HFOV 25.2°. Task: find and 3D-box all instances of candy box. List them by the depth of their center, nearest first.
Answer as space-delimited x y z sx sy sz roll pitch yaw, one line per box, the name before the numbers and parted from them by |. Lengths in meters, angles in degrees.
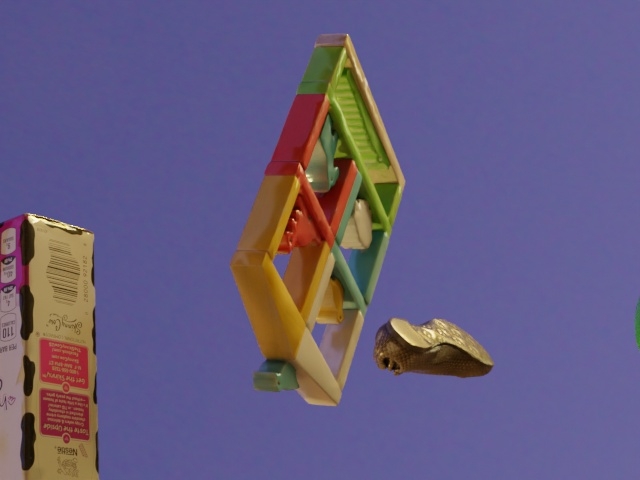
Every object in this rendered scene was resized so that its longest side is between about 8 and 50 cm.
candy box | -0.236 0.115 1.016 0.071 0.159 0.233 17 -118 -50

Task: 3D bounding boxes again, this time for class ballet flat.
ballet flat | 0.133 0.137 1.720 0.058 0.084 0.250 -53 -28 15

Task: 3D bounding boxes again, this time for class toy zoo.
toy zoo | 0.000 0.000 1.181 0.192 0.030 0.293 65 -145 -45

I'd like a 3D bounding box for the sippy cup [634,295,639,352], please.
sippy cup | 0.432 0.045 1.268 0.240 0.305 0.224 -20 -28 -32
